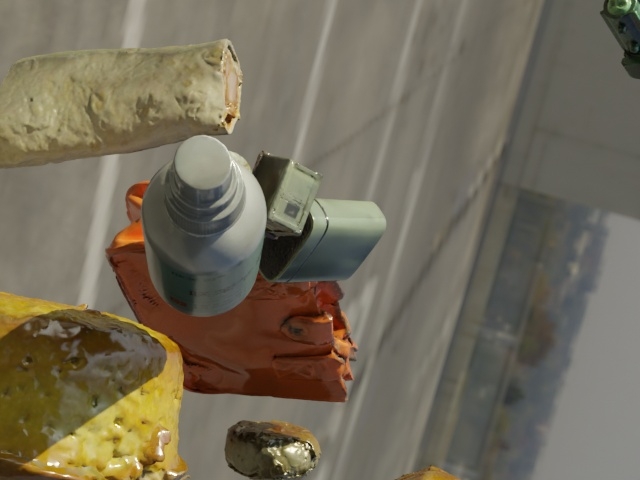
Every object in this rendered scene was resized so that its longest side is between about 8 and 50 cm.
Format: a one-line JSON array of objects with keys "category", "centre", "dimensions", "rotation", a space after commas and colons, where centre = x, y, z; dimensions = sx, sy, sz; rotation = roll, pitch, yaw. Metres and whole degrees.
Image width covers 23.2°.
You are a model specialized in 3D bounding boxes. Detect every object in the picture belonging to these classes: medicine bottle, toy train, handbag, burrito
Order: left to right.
[{"category": "burrito", "centre": [-0.242, -0.164, 1.823], "dimensions": [0.105, 0.299, 0.143], "rotation": [80, 4, -49]}, {"category": "medicine bottle", "centre": [-0.102, -0.018, 1.371], "dimensions": [0.352, 0.110, 0.110], "rotation": [108, 1, -75]}, {"category": "handbag", "centre": [-0.116, 0.086, 2.231], "dimensions": [0.410, 0.303, 0.116], "rotation": [71, 27, -52]}, {"category": "toy train", "centre": [0.414, -0.294, 2.037], "dimensions": [0.170, 0.071, 0.111], "rotation": [40, 61, -53]}]

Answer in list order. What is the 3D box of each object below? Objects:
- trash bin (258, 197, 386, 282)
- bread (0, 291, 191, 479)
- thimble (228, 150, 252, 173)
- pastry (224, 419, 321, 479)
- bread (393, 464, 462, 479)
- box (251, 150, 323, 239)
[{"category": "trash bin", "centre": [0.000, 0.000, 1.915], "dimensions": [0.130, 0.059, 0.116], "rotation": [0, 138, -45]}, {"category": "bread", "centre": [-0.305, 0.157, 1.617], "dimensions": [0.337, 0.358, 0.204], "rotation": [7, 94, -44]}, {"category": "thimble", "centre": [-0.157, -0.051, 2.397], "dimensions": [0.190, 0.137, 0.143], "rotation": [82, -6, -66]}, {"category": "pastry", "centre": [-0.074, 0.322, 2.400], "dimensions": [0.153, 0.153, 0.081], "rotation": [-11, 104, -81]}, {"category": "bread", "centre": [0.160, 0.431, 2.176], "dimensions": [0.070, 0.236, 0.236], "rotation": [-45, 151, -69]}, {"category": "box", "centre": [-0.043, -0.049, 1.686], "dimensions": [0.063, 0.060, 0.085], "rotation": [3, -111, 58]}]
